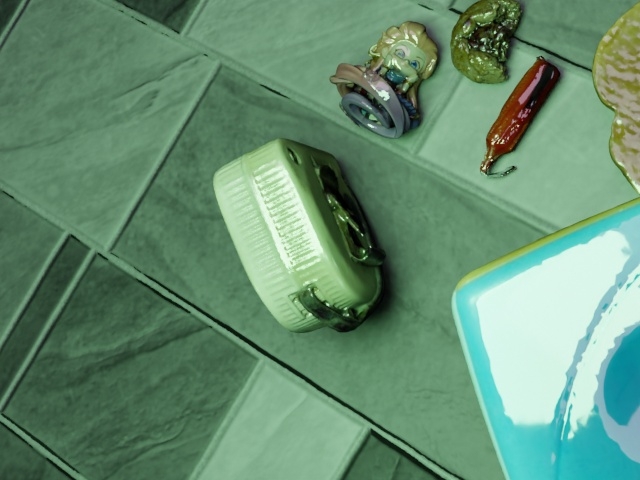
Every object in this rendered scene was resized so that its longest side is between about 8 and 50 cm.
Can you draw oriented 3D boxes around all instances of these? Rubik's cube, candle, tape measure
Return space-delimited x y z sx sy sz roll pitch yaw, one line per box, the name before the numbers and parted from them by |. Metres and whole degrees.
Rubik's cube | 0.357 0.139 1.132 0.352 0.347 0.351 -26 77 18
candle | 0.241 -0.146 1.449 0.162 0.048 0.053 -58 30 0
tape measure | 0.000 0.000 1.413 0.133 0.271 0.231 -26 83 12

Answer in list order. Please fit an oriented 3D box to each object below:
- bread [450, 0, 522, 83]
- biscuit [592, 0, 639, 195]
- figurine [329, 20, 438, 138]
bread | 0.201 -0.253 1.478 0.082 0.060 0.113 7 80 21
biscuit | 0.471 -0.129 1.339 0.269 0.051 0.376 -41 69 6
figurine | 0.084 -0.204 1.498 0.126 0.114 0.157 30 56 -4
